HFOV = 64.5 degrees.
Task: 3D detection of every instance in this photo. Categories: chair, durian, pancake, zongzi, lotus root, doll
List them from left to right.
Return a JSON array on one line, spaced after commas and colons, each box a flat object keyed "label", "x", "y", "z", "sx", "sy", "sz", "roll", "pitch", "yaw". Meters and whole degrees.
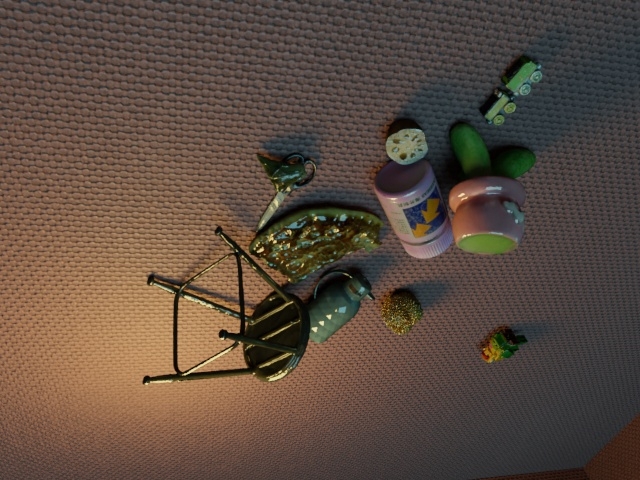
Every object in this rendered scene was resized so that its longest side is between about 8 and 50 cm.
[{"label": "chair", "x": -0.269, "y": 0.254, "z": 1.596, "sx": 0.364, "sy": 0.362, "sz": 0.410, "roll": -33, "pitch": 139, "yaw": 28}, {"label": "zongzi", "x": -0.104, "y": -0.210, "z": 1.415, "sx": 0.109, "sy": 0.055, "sz": 0.119, "roll": -26, "pitch": 113, "yaw": 9}, {"label": "pancake", "x": -0.003, "y": -0.003, "z": 1.645, "sx": 0.426, "sy": 0.067, "sz": 0.305, "roll": -23, "pitch": 139, "yaw": 5}, {"label": "durian", "x": 0.306, "y": 0.269, "z": 1.901, "sx": 0.158, "sy": 0.137, "sz": 0.168, "roll": -46, "pitch": 114, "yaw": 1}, {"label": "lotus root", "x": 0.236, "y": -0.280, "z": 1.434, "sx": 0.112, "sy": 0.081, "sz": 0.122, "roll": -21, "pitch": 132, "yaw": 7}, {"label": "doll", "x": 0.783, "y": 0.461, "z": 2.194, "sx": 0.134, "sy": 0.106, "sz": 0.186, "roll": 22, "pitch": 123, "yaw": -41}]

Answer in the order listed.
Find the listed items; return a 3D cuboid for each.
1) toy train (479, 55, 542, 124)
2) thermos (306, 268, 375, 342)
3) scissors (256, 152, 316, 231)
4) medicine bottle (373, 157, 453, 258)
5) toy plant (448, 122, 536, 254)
[{"label": "toy train", "x": 0.523, "y": -0.412, "z": 1.404, "sx": 0.081, "sy": 0.060, "sz": 0.202, "roll": 25, "pitch": 121, "yaw": -22}, {"label": "thermos", "x": 0.046, "y": 0.217, "z": 1.793, "sx": 0.182, "sy": 0.145, "sz": 0.286, "roll": 44, "pitch": 112, "yaw": -2}, {"label": "scissors", "x": -0.119, "y": -0.132, "z": 1.518, "sx": 0.109, "sy": 0.022, "sz": 0.300, "roll": 22, "pitch": 123, "yaw": -25}, {"label": "medicine bottle", "x": 0.289, "y": -0.097, "z": 1.541, "sx": 0.178, "sy": 0.178, "sz": 0.291, "roll": -25, "pitch": 130, "yaw": 9}, {"label": "toy plant", "x": 0.499, "y": -0.137, "z": 1.477, "sx": 0.316, "sy": 0.356, "sz": 0.210, "roll": 15, "pitch": 150, "yaw": -22}]
